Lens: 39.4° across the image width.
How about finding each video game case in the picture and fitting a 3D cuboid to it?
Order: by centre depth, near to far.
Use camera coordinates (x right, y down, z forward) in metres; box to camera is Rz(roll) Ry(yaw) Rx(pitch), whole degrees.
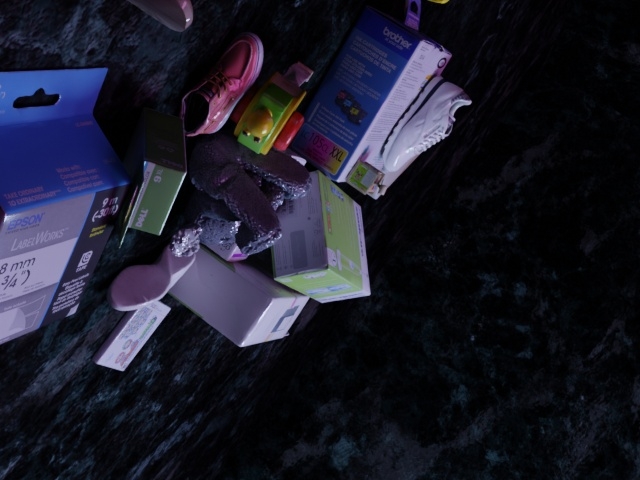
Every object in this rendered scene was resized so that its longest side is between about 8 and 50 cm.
[{"bbox_3d":[-0.361,0.178,1.715,0.157,0.019,0.143,-53,166,-7],"label":"video game case"}]

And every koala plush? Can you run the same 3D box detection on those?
[{"bbox_3d":[-0.167,-0.068,1.545,0.221,0.203,0.196,-39,-165,48],"label":"koala plush"}]

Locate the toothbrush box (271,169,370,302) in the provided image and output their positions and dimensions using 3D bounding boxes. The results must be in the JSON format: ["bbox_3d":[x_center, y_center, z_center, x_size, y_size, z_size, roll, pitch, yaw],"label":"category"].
[{"bbox_3d":[0.000,0.000,1.846,0.283,0.122,0.206,30,51,-66],"label":"toothbrush box"}]

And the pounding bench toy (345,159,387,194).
[{"bbox_3d":[0.106,-0.120,1.828,0.052,0.083,0.065,-57,165,12],"label":"pounding bench toy"}]

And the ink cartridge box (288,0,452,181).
[{"bbox_3d":[0.124,-0.326,1.879,0.396,0.151,0.270,-57,166,16],"label":"ink cartridge box"}]

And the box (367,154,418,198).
[{"bbox_3d":[0.181,-0.262,2.234,0.311,0.148,0.121,-44,163,-32],"label":"box"}]

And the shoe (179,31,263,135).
[{"bbox_3d":[-0.152,-0.234,1.356,0.178,0.063,0.081,-56,172,23],"label":"shoe"}]

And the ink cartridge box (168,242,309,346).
[{"bbox_3d":[-0.155,0.105,1.838,0.119,0.207,0.353,-56,168,5],"label":"ink cartridge box"}]

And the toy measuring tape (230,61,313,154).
[{"bbox_3d":[-0.079,-0.221,1.504,0.121,0.121,0.330,-61,-177,23],"label":"toy measuring tape"}]

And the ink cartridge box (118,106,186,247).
[{"bbox_3d":[-0.230,-0.083,1.219,0.109,0.062,0.209,-62,-156,27],"label":"ink cartridge box"}]

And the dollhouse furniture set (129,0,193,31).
[{"bbox_3d":[-0.036,-0.435,0.880,0.362,0.256,0.394,-48,165,-24],"label":"dollhouse furniture set"}]

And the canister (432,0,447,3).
[{"bbox_3d":[0.229,-0.559,1.816,0.170,0.073,0.126,-14,122,-67],"label":"canister"}]

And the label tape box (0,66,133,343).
[{"bbox_3d":[-0.351,-0.034,1.078,0.334,0.106,0.240,-61,166,23],"label":"label tape box"}]

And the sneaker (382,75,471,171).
[{"bbox_3d":[0.223,-0.238,1.920,0.235,0.094,0.090,-55,168,6],"label":"sneaker"}]

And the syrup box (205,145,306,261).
[{"bbox_3d":[-0.136,-0.082,1.701,0.237,0.093,0.096,-57,166,9],"label":"syrup box"}]

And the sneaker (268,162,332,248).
[{"bbox_3d":[-0.065,-0.090,2.000,0.235,0.084,0.097,-53,148,-19],"label":"sneaker"}]

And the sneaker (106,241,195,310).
[{"bbox_3d":[-0.305,0.082,1.582,0.094,0.080,0.212,-51,172,37],"label":"sneaker"}]
